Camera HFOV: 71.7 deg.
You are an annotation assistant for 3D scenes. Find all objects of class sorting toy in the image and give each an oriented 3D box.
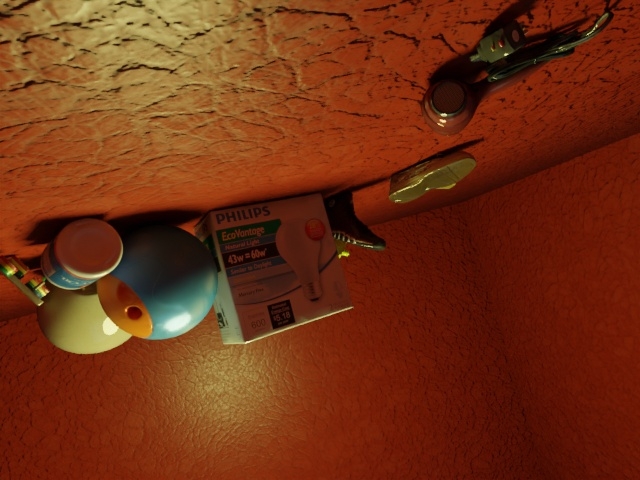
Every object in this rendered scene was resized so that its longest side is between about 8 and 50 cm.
[{"bbox_3d":[-0.719,0.097,1.080,0.046,0.132,0.274,-48,-162,-30],"label":"sorting toy"}]

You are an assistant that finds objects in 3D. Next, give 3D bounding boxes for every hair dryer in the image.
[{"bbox_3d":[0.261,-0.225,0.673,0.223,0.080,0.293,-15,176,-24],"label":"hair dryer"}]

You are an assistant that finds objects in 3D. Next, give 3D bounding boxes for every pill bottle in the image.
[{"bbox_3d":[-0.522,0.038,0.952,0.124,0.125,0.221,-12,175,-43],"label":"pill bottle"}]

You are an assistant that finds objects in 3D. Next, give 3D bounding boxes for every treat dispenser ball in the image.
[{"bbox_3d":[-0.406,0.103,1.118,0.287,0.289,0.288,-16,176,-1],"label":"treat dispenser ball"}]

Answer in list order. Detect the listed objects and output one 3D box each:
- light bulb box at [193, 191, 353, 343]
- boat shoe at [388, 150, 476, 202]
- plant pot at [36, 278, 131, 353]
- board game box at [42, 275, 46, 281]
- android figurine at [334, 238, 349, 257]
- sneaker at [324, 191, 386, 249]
[{"bbox_3d":[-0.143,0.080,1.311,0.357,0.362,0.225,-14,174,-30],"label":"light bulb box"},{"bbox_3d":[0.318,-0.203,1.314,0.285,0.090,0.104,-22,147,38],"label":"boat shoe"},{"bbox_3d":[-0.634,0.143,1.227,0.283,0.284,0.191,-13,151,-30],"label":"plant pot"},{"bbox_3d":[-0.783,0.141,1.488,0.213,0.046,0.317,-1,175,-23],"label":"board game box"},{"bbox_3d":[-0.022,-0.002,1.591,0.272,0.248,0.056,11,133,-21],"label":"android figurine"},{"bbox_3d":[0.103,-0.073,1.450,0.281,0.163,0.106,19,-178,34],"label":"sneaker"}]
